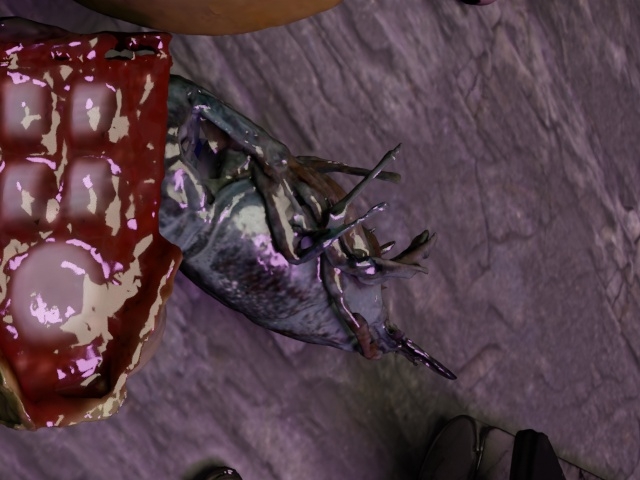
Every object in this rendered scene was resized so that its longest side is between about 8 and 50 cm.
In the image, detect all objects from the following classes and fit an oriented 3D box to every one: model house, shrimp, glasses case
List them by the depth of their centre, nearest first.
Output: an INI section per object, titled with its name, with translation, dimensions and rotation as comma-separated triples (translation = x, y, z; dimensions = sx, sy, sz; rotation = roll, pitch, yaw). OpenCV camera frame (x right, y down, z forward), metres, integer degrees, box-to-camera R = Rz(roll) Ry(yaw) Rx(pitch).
[model house]
translation = -0.194, -0.004, 0.865
dimensions = 0.160, 0.196, 0.254
rotation = -10, 103, -42
[shrimp]
translation = -0.002, -0.001, 1.049
dimensions = 0.372, 0.172, 0.137
rotation = 25, 73, -33
[glasses case]
translation = 0.204, 0.252, 1.333
dimensions = 0.299, 0.060, 0.114
rotation = 28, 82, -40

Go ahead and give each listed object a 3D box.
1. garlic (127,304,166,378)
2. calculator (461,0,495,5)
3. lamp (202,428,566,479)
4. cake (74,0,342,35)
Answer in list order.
[garlic]
translation = -0.146, 0.059, 0.998
dimensions = 0.152, 0.066, 0.084
rotation = -17, 106, -38
[calculator]
translation = 0.124, -0.252, 1.220
dimensions = 0.166, 0.024, 0.103
rotation = 23, 80, -40
[lamp]
translation = 0.050, 0.216, 1.138
dimensions = 0.283, 0.124, 0.203
rotation = -19, 117, 7
[cake]
translation = -0.050, -0.266, 0.894
dimensions = 0.321, 0.332, 0.332
rotation = 39, 67, -72
